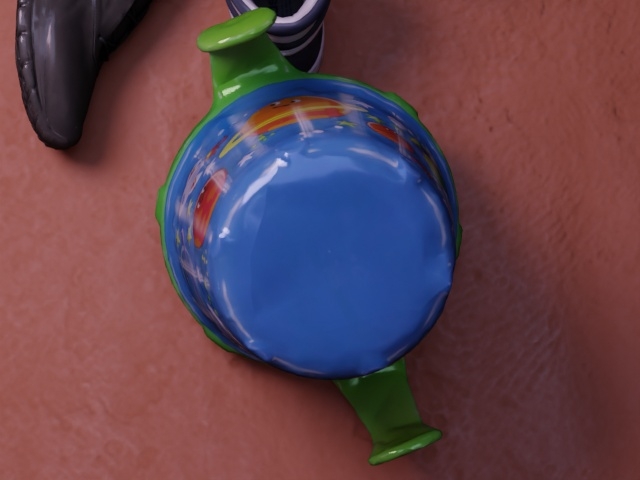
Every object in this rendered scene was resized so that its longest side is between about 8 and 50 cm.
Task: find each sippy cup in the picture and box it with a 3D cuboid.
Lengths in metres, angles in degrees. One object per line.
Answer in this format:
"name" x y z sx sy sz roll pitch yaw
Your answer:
"sippy cup" 0.000 0.000 1.325 0.305 0.224 0.240 32 95 -9

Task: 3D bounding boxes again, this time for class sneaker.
"sneaker" -0.174 -0.211 1.468 0.130 0.109 0.286 7 79 -6
"sneaker" -0.046 -0.270 1.455 0.099 0.153 0.282 -10 77 -4
